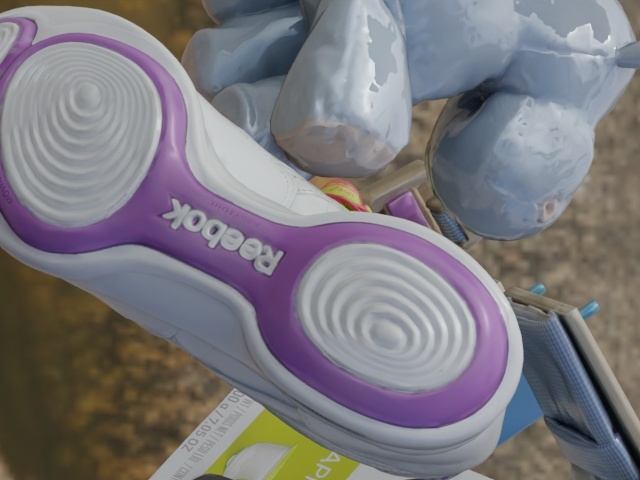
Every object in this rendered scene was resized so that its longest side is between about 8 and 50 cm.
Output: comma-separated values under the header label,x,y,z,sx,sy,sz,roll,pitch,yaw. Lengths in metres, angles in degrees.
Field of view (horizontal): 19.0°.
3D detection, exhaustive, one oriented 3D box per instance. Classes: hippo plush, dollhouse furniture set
label,x,y,z,sx,sy,sz,roll,pitch,yaw
hippo plush,0.069,-0.127,1.204,0.236,0.234,0.294,22,85,-32
dollhouse furniture set,0.114,0.117,1.524,0.198,0.303,0.286,-33,106,-11

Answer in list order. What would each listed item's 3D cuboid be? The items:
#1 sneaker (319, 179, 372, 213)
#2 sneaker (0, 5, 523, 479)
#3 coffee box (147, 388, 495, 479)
label,x,y,z,sx,sy,sz,roll,pitch,yaw
sneaker,0.000,0.000,1.296,0.208,0.081,0.094,135,-26,-82
sneaker,-0.050,0.012,0.842,0.114,0.305,0.152,-49,161,-14
coffee box,0.010,0.372,1.469,0.337,0.334,0.338,-47,133,-25
